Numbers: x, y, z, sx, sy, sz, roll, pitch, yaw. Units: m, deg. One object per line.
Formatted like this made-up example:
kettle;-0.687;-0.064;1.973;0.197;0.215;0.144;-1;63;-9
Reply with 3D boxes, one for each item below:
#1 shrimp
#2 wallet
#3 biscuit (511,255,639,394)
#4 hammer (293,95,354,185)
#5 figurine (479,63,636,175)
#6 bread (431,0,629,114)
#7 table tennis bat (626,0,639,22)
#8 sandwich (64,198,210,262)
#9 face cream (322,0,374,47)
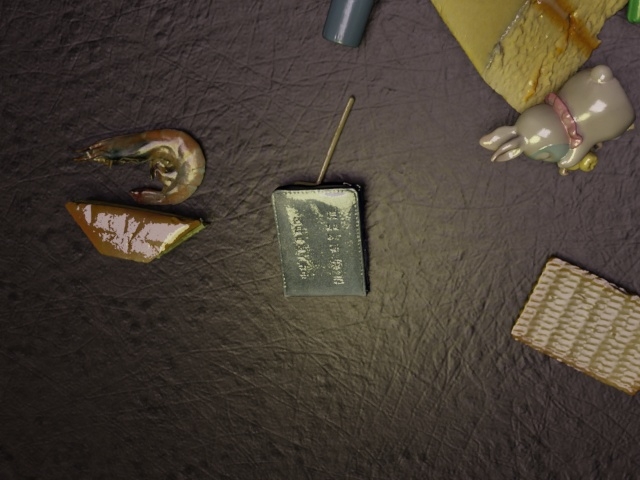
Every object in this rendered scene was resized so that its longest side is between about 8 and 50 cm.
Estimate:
shrimp;-0.336;-0.134;1.863;0.250;0.052;0.144;0;104;10
wallet;0.000;0.001;1.814;0.167;0.036;0.222;-1;111;11
biscuit;0.482;0.149;1.767;0.254;0.029;0.172;26;104;6
hammer;0.012;-0.171;1.803;0.060;0.028;0.195;24;102;10
figurine;0.391;-0.178;1.661;0.235;0.155;0.127;-31;58;9
bread;0.320;-0.477;1.679;0.346;0.242;0.405;-46;57;19
table tennis bat;0.499;-0.454;1.541;0.160;0.039;0.257;-7;126;2
sandwich;-0.341;-0.019;1.864;0.257;0.094;0.096;11;102;8
face cream;0.090;-0.514;1.674;0.135;0.086;0.385;10;111;-21
